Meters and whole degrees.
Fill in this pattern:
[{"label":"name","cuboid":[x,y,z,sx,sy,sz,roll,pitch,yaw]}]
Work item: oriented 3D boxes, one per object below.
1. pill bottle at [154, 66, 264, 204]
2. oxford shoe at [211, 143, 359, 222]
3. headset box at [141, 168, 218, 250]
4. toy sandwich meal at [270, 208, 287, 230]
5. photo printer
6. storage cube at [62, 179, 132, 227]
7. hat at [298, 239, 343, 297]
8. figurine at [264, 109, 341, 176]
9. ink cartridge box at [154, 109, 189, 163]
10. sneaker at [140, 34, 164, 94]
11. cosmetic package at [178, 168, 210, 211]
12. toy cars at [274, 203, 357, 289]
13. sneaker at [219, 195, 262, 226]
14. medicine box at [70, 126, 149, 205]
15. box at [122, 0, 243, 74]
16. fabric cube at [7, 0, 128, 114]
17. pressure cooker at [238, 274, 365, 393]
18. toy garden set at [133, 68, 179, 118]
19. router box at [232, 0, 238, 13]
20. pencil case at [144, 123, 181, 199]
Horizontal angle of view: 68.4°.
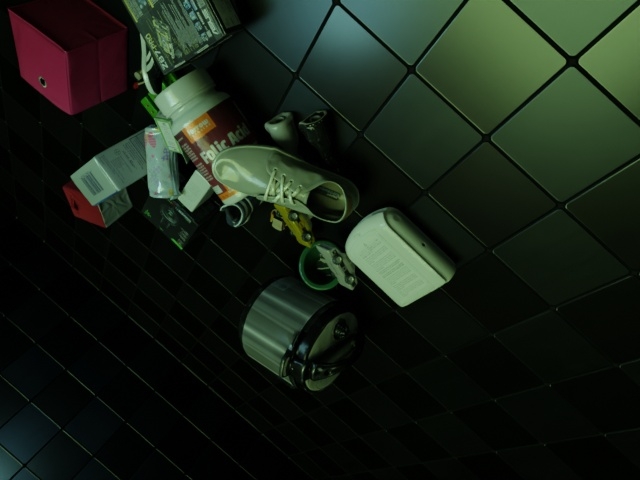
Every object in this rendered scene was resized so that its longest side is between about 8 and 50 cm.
[{"label":"pill bottle","cuboid":[-0.329,-0.329,1.508,0.224,0.224,0.392,-17,115,46]},{"label":"oxford shoe","cuboid":[-0.101,-0.165,1.381,0.449,0.130,0.169,17,121,-4]},{"label":"headset box","cuboid":[-0.599,-0.124,1.987,0.246,0.131,0.283,46,141,-5]},{"label":"toy sandwich meal","cuboid":[-0.157,-0.077,1.755,0.085,0.029,0.086,22,137,22]},{"label":"photo printer","cuboid":[0.235,0.048,1.496,0.307,0.107,0.256,43,141,-1]},{"label":"storage cube","cuboid":[-1.037,-0.202,2.208,0.193,0.215,0.184,19,136,16]},{"label":"hat","cuboid":[0.023,0.102,1.782,0.173,0.183,0.209,19,95,14]},{"label":"figurine","cuboid":[-0.046,-0.280,1.441,0.215,0.092,0.209,9,135,34]},{"label":"ink cartridge box","cuboid":[-0.496,-0.380,1.642,0.062,0.109,0.209,14,150,11]},{"label":"sneaker","cuboid":[-0.494,-0.572,1.487,0.121,0.079,0.217,3,111,7]},{"label":"cosmetic package","cuboid":[-0.448,-0.213,1.796,0.085,0.117,0.231,44,140,-6]},{"label":"toy cars","cuboid":[0.000,0.000,1.619,0.393,0.087,0.176,45,163,10]},{"label":"sneaker","cuboid":[-0.322,-0.100,1.769,0.099,0.153,0.282,47,140,-6]},{"label":"medicine box","cuboid":[-0.774,-0.291,1.846,0.263,0.289,0.149,-13,115,45]},{"label":"box","cuboid":[-0.418,-0.692,1.271,0.318,0.097,0.395,-10,116,41]},{"label":"fabric cube","cuboid":[-0.843,-0.639,1.606,0.254,0.259,0.258,38,141,5]},{"label":"pressure cooker","cuboid":[-0.054,0.362,1.777,0.420,0.370,0.375,23,158,32]},{"label":"toy garden set","cuboid":[-0.559,-0.537,1.642,0.244,0.049,0.204,-15,118,46]},{"label":"router box","cuboid":[-0.311,-0.703,1.289,0.133,0.046,0.179,10,131,33]},{"label":"pencil case","cuboid":[-0.583,-0.291,1.757,0.124,0.113,0.273,4,101,14]}]
